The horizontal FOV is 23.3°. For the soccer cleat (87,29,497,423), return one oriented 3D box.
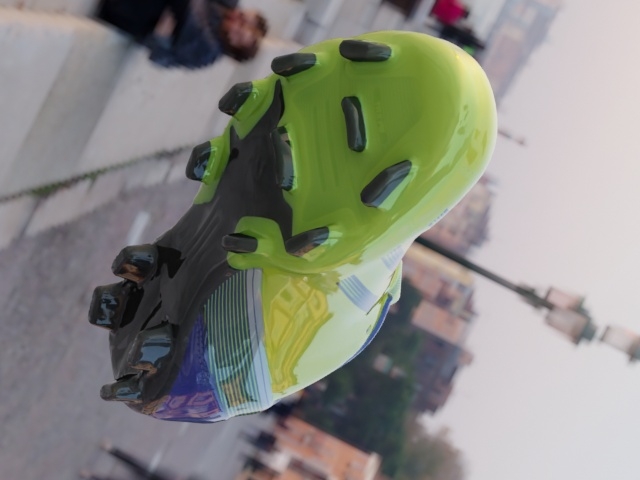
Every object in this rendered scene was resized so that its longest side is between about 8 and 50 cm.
[{"bbox_3d":[0.000,-0.001,0.669,0.289,0.121,0.093,-42,-128,49],"label":"soccer cleat"}]
